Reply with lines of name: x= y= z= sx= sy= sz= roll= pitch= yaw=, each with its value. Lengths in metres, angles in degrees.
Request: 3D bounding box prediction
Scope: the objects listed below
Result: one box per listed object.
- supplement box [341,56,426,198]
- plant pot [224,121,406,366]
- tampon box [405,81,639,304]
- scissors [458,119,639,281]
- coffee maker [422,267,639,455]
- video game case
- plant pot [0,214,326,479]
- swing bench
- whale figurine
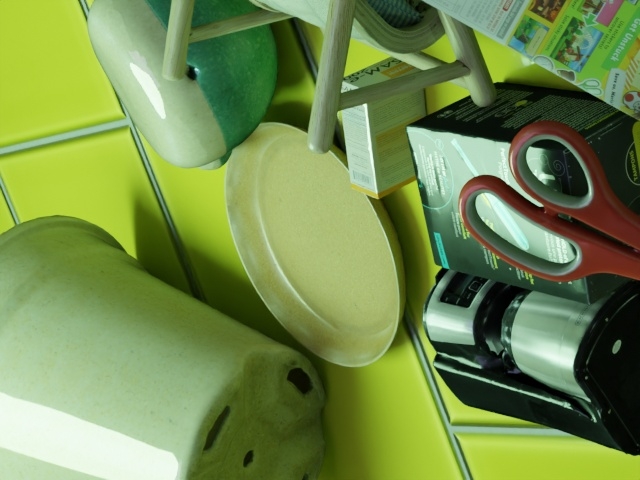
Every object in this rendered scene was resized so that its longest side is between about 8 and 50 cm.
supplement box: x=0.052 y=-0.092 z=1.547 sx=0.036 sy=0.062 sz=0.098 roll=25 pitch=131 yaw=46
plant pot: x=0.000 y=0.000 z=1.714 sx=0.236 sy=0.032 sz=0.236 roll=32 pitch=136 yaw=38
tampon box: x=0.162 y=-0.039 z=1.397 sx=0.161 sy=0.101 sz=0.120 roll=14 pitch=124 yaw=48
scissors: x=0.234 y=0.023 z=1.296 sx=0.297 sy=0.021 sz=0.109 roll=31 pitch=118 yaw=2
coffee maker: x=0.180 y=0.098 z=1.454 sx=0.178 sy=0.120 sz=0.171 roll=13 pitch=124 yaw=50
video game case: x=0.184 y=-0.196 z=1.231 sx=0.206 sy=0.026 sz=0.227 roll=29 pitch=136 yaw=2
plant pot: x=-0.174 y=0.173 z=1.855 sx=0.305 sy=0.334 sz=0.334 roll=17 pitch=127 yaw=34
swing bench: x=-0.011 y=-0.229 z=1.415 sx=0.253 sy=0.165 sz=0.255 roll=32 pitch=134 yaw=55
whale figurine: x=-0.122 y=-0.169 z=1.697 sx=0.216 sy=0.141 sz=0.272 roll=60 pitch=173 yaw=-14
